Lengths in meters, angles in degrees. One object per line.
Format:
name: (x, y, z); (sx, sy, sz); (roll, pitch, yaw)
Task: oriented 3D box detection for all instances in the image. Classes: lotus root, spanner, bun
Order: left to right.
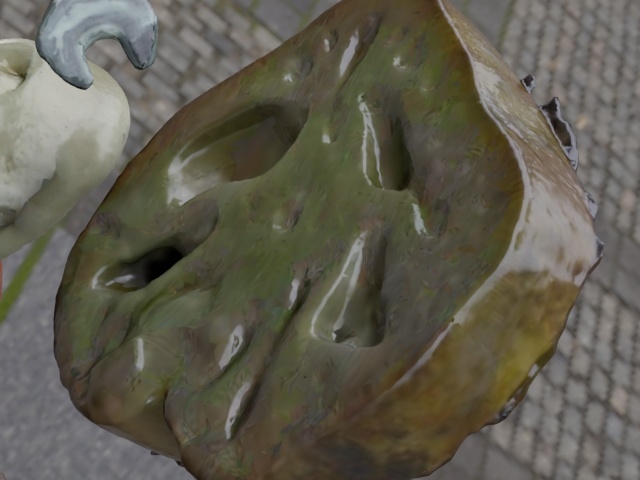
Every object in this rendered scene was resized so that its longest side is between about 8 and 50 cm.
bun: (-0.263, -0.079, 1.334); (0.133, 0.231, 0.231); (55, 29, -30)
spanner: (-0.140, -0.233, 0.950); (0.071, 0.017, 0.302); (-9, 89, -13)
lotus root: (0.000, 0.000, 1.114); (0.111, 0.390, 0.375); (41, 64, -37)

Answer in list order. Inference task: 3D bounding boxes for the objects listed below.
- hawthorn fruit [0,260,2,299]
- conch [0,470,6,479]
hawthorn fruit: (-0.469, 0.014, 1.956); (0.211, 0.299, 0.211); (2, 64, -4)
conch: (-0.287, 0.171, 1.122); (0.163, 0.245, 0.178); (10, 27, 28)
